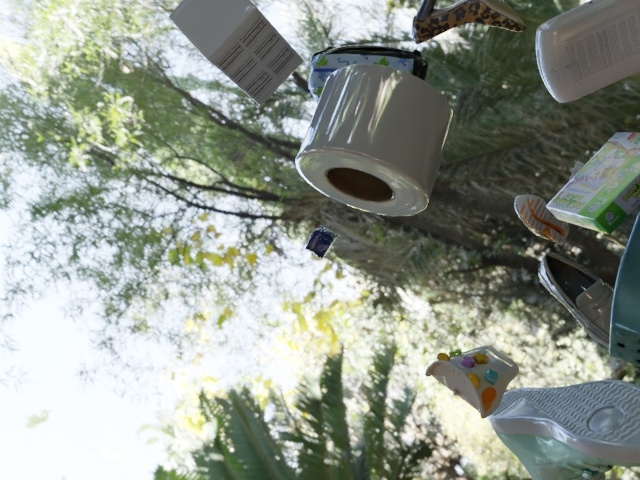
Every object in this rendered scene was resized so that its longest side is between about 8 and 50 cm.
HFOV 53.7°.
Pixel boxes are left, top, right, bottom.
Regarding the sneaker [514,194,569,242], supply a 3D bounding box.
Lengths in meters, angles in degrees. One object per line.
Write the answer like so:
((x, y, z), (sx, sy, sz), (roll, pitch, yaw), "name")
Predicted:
((0.601, -0.060, 1.767), (0.215, 0.083, 0.084), (35, -96, -30), "sneaker")

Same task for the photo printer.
((0.783, -0.560, 1.830), (0.307, 0.107, 0.256), (-25, -60, 8), "photo printer")

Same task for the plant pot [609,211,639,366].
((0.601, 0.103, 1.106), (0.234, 0.165, 0.166), (-53, -39, -25), "plant pot")

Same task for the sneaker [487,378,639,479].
((0.315, 0.241, 0.706), (0.094, 0.151, 0.256), (-38, 5, -23), "sneaker")

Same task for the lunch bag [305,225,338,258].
((0.000, 0.000, 1.700), (0.067, 0.065, 0.098), (-59, -3, 16), "lunch bag")

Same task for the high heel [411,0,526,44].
((0.361, -0.530, 1.578), (0.093, 0.261, 0.186), (-51, -11, -47), "high heel")

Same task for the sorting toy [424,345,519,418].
((0.167, 0.135, 0.666), (0.075, 0.083, 0.045), (-17, -58, -31), "sorting toy")

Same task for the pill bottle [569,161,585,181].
((0.794, -0.176, 1.819), (0.078, 0.137, 0.078), (-54, -24, -37), "pill bottle")

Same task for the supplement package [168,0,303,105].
((-0.184, -0.446, 1.398), (0.149, 0.194, 0.203), (-45, -32, 8), "supplement package")

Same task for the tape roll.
((0.096, -0.170, 1.121), (0.169, 0.246, 0.246), (-70, -26, -17), "tape roll")

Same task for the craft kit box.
((0.653, -0.135, 1.409), (0.246, 0.061, 0.250), (-50, 9, 4), "craft kit box")

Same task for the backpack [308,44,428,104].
((0.135, -0.556, 2.148), (0.355, 0.290, 0.273), (12, -75, -20), "backpack")

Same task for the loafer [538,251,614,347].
((0.640, 0.146, 1.490), (0.112, 0.319, 0.111), (-42, -38, -3), "loafer")

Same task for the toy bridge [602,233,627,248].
((0.755, 0.004, 1.465), (0.026, 0.188, 0.063), (38, -113, -57), "toy bridge")
